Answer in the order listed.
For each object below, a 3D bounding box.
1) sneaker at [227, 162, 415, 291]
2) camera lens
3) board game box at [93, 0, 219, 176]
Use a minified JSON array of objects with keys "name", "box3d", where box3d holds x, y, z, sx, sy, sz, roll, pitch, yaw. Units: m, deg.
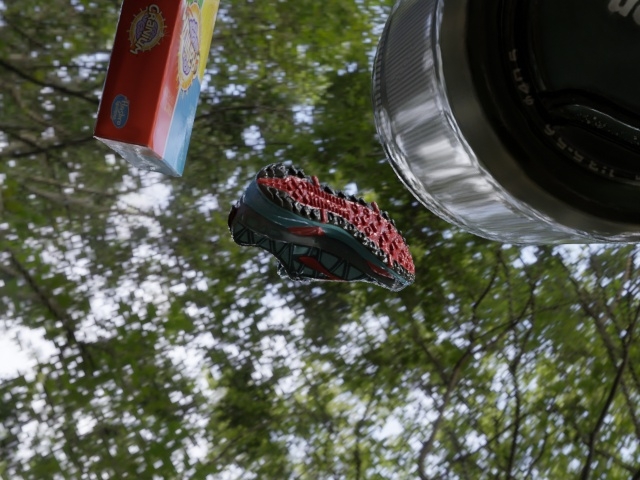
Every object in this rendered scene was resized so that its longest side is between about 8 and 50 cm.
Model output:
[{"name":"sneaker","box3d":[0.000,0.000,1.364,0.261,0.104,0.125,29,-52,-27]},{"name":"camera lens","box3d":[0.154,-0.106,0.686,0.219,0.274,0.220,0,-91,-9]},{"name":"board game box","box3d":[-0.179,-0.249,1.298,0.064,0.242,0.317,12,-94,2]}]
